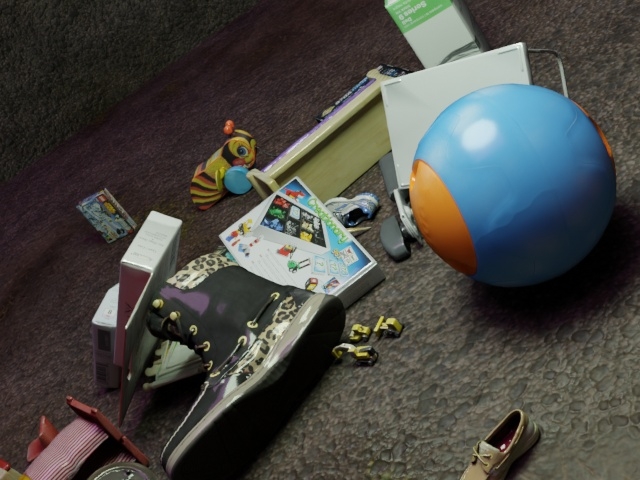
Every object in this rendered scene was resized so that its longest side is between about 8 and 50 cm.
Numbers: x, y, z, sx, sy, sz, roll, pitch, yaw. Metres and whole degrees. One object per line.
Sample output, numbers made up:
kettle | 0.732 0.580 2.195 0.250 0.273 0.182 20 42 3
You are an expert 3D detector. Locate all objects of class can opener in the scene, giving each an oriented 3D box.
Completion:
can opener | 0.140 -0.074 1.611 0.093 0.074 0.280 -28 29 16

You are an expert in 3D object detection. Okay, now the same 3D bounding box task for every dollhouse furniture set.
dollhouse furniture set | -0.492 0.382 1.526 0.374 0.152 0.201 2 46 49

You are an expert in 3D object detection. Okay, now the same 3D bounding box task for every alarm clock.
alarm clock | -0.322 0.398 1.331 0.192 0.064 0.129 5 43 7

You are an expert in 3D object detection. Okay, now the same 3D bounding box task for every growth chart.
growth chart | -0.233 0.176 1.620 0.172 0.021 0.237 -17 34 33

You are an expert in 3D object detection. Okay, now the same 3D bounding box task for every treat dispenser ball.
treat dispenser ball | 0.271 -0.078 1.245 0.288 0.288 0.288 -27 29 16

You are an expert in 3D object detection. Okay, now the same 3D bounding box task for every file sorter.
file sorter | 0.278 -0.212 1.514 0.277 0.193 0.173 -8 4 41

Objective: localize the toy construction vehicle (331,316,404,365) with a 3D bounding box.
toy construction vehicle | 0.072 0.153 1.380 0.098 0.035 0.086 -5 41 44

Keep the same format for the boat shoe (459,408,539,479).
boat shoe | 0.207 0.259 1.059 0.135 0.045 0.050 -45 29 -17

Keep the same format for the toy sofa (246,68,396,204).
toy sofa | 0.026 -0.191 1.836 0.362 0.150 0.177 -41 30 -9

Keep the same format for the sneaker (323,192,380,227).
sneaker | 0.049 -0.053 1.706 0.135 0.052 0.058 -16 38 33

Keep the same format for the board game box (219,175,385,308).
board game box | -0.041 0.027 1.589 0.193 0.053 0.305 -37 46 -3

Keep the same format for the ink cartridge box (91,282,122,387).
ink cartridge box | -0.389 0.150 1.749 0.066 0.189 0.232 10 41 0

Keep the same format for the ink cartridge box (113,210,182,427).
ink cartridge box | -0.327 0.139 1.538 0.066 0.296 0.261 18 44 1

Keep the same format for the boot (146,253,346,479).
boot | -0.172 0.187 1.393 0.284 0.138 0.377 24 63 35

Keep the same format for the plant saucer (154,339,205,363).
plant saucer | -0.224 0.187 1.654 0.198 0.036 0.199 -28 29 17

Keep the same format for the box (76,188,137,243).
box | -0.562 -0.064 2.301 0.094 0.137 0.027 -23 31 22

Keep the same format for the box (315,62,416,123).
box | 0.113 -0.321 2.041 0.220 0.051 0.175 -40 28 -8

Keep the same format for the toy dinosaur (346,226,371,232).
toy dinosaur | 0.000 0.000 1.675 0.183 0.053 0.093 -15 33 34

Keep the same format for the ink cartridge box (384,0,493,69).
ink cartridge box | 0.255 -0.432 1.805 0.121 0.289 0.211 -28 29 20

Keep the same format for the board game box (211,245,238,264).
board game box | -0.191 0.065 1.814 0.186 0.026 0.126 2 46 49

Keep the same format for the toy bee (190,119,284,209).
toy bee | -0.209 -0.206 2.107 0.298 0.162 0.195 -36 26 0
